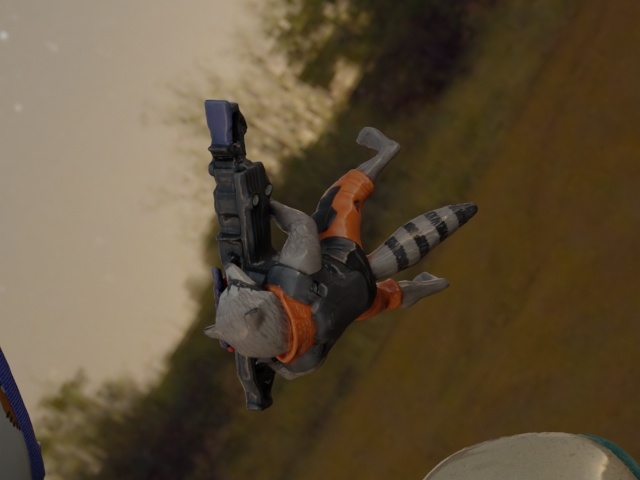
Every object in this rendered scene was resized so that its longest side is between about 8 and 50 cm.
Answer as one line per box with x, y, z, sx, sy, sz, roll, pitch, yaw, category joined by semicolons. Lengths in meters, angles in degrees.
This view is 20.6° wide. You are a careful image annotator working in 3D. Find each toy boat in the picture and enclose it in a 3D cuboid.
0.196;0.290;1.329;0.148;0.318;0.267;-29;3;-42;toy boat

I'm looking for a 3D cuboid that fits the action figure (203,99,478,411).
0.000;0.000;1.798;0.330;0.178;0.341;-39;-53;-43;action figure

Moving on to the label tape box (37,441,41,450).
-0.492;0.334;1.921;0.115;0.347;0.249;147;128;-69;label tape box

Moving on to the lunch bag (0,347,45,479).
-0.340;0.115;0.930;0.239;0.385;0.328;-15;23;35;lunch bag
